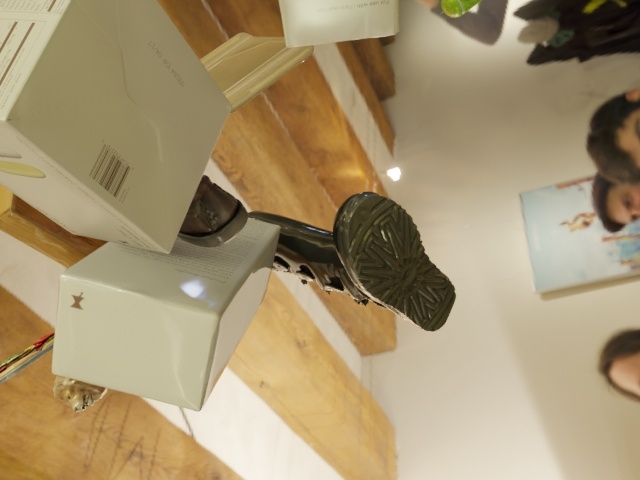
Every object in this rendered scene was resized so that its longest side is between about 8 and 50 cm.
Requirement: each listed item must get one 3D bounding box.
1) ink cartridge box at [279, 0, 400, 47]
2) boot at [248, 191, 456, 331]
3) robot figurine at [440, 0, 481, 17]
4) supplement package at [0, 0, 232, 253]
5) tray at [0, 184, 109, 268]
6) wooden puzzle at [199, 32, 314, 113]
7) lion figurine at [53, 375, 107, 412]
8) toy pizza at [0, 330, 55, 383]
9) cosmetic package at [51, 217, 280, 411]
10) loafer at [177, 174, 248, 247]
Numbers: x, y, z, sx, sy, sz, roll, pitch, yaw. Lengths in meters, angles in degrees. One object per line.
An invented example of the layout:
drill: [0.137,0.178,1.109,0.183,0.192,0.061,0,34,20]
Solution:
ink cartridge box: [0.002,-0.268,0.476,0.154,0.093,0.212,-95,-3,-47]
boot: [0.001,0.001,1.309,0.146,0.445,0.367,-52,-46,-15]
robot figurine: [0.330,-0.565,1.568,0.067,0.115,0.101,54,179,-3]
supplement package: [-0.238,-0.137,0.692,0.204,0.145,0.262,-70,-26,-19]
tray: [-0.656,-0.026,1.775,0.411,0.076,0.202,43,-158,-45]
wooden puzzle: [-0.153,-0.312,1.260,0.221,0.239,0.044,-41,-51,-19]
lion figurine: [-0.568,0.241,1.677,0.142,0.240,0.392,-98,5,-65]
toy pizza: [-0.572,0.227,1.318,0.032,0.201,0.201,56,-156,-5]
cosmetic package: [-0.227,0.079,1.129,0.453,0.230,0.161,-63,-13,-72]
loafer: [-0.229,-0.063,0.960,0.109,0.303,0.095,-55,-47,-28]
